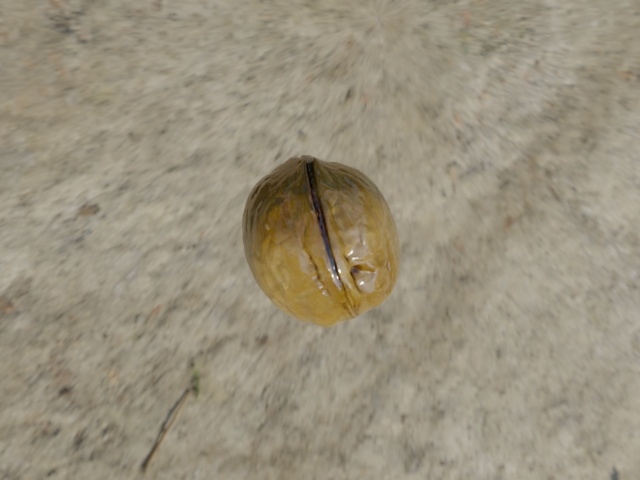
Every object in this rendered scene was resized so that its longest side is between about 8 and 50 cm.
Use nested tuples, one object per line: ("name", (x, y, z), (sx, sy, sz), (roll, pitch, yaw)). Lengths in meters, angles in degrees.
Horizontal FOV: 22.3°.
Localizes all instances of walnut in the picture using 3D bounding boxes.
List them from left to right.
("walnut", (0.000, 0.000, 1.523), (0.144, 0.144, 0.180), (-12, 129, 4))
